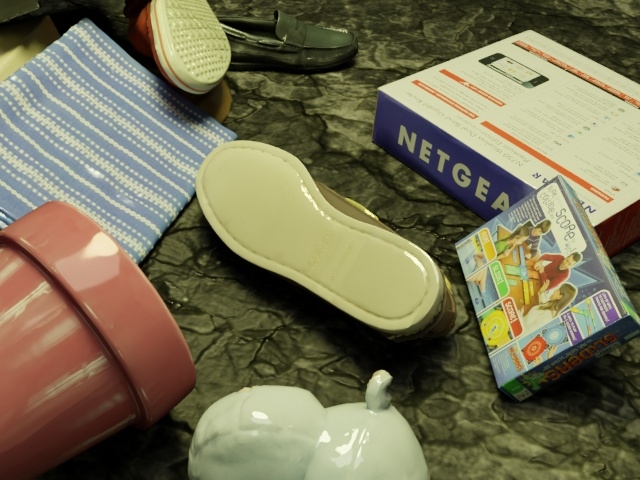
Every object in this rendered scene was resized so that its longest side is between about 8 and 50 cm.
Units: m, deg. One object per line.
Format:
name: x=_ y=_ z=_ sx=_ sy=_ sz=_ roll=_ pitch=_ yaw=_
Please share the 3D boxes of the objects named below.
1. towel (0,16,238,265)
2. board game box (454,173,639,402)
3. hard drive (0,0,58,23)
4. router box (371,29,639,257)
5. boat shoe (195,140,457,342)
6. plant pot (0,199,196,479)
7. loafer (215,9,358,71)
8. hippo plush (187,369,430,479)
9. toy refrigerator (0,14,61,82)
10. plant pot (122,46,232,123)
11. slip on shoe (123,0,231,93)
towel: x=-0.251 y=-0.105 z=0.929 sx=0.243 sy=0.040 sz=0.336 roll=37 pitch=41 yaw=-7
board game box: x=0.214 y=0.041 z=0.825 sx=0.035 sy=0.136 sz=0.201 roll=39 pitch=28 yaw=-32
hard drive: x=-0.360 y=-0.347 z=1.125 sx=0.237 sy=0.064 sz=0.339 roll=-28 pitch=22 yaw=-21
router box: x=0.285 y=-0.129 z=1.061 sx=0.301 sy=0.082 sz=0.335 roll=-26 pitch=49 yaw=-31
boat shoe: x=0.000 y=0.000 z=0.870 sx=0.324 sy=0.097 sz=0.116 roll=32 pitch=87 yaw=32
plant pot: x=-0.227 y=0.098 z=0.662 sx=0.201 sy=0.201 sz=0.180 roll=33 pitch=57 yaw=29
loafer: x=-0.053 y=-0.290 z=1.214 sx=0.223 sy=0.078 sz=0.076 roll=-2 pitch=41 yaw=-9
hippo plush: x=0.003 y=0.182 z=0.551 sx=0.294 sy=0.234 sz=0.236 roll=8 pitch=41 yaw=4
toy refrigerator: x=-0.394 y=-0.158 z=1.003 sx=0.102 sy=0.094 sz=0.269 roll=-8 pitch=37 yaw=17
plant pot: x=-0.236 y=-0.200 z=1.127 sx=0.236 sy=0.032 sz=0.236 roll=3 pitch=41 yaw=-2
slip on shoe: x=-0.199 y=-0.274 z=1.115 sx=0.123 sy=0.101 sz=0.331 roll=33 pitch=20 yaw=-36
